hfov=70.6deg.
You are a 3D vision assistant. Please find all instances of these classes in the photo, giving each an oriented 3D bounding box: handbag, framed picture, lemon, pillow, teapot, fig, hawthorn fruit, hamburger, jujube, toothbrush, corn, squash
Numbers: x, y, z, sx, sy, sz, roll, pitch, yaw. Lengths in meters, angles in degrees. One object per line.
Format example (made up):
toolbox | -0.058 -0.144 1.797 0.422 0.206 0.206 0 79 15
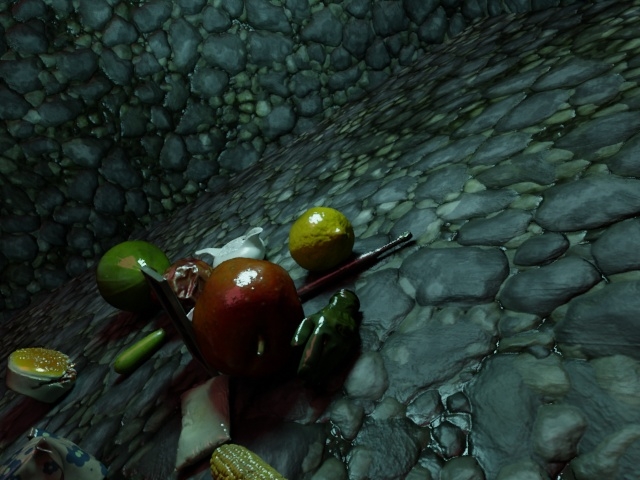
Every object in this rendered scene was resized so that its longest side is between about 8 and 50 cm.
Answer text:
handbag | -0.661 0.580 1.043 0.190 0.193 0.251 -13 30 46
framed picture | -0.375 0.219 1.211 0.020 0.324 0.240 -32 23 -26
lemon | 0.000 0.000 1.316 0.188 0.188 0.257 -47 11 -28
pillow | -0.269 0.412 1.052 0.148 0.050 0.229 -36 27 5
teapot | -0.312 0.055 1.653 0.298 0.139 0.204 -23 27 15
fig | -0.730 0.143 1.810 0.316 0.316 0.316 -27 25 14
hawthorn fruit | -0.160 0.193 1.049 0.287 0.287 0.330 -36 20 -6
hamburger | -1.022 0.475 1.656 0.295 0.227 0.151 13 74 54
jujube | -0.491 0.173 1.614 0.342 0.216 0.216 -21 24 52
toothbrush | 0.092 0.069 1.258 0.364 0.041 0.041 -29 25 11
corn | -0.108 0.424 0.770 0.292 0.101 0.101 2 42 51
squash | -0.603 0.369 1.519 0.201 0.066 0.066 -41 25 -18

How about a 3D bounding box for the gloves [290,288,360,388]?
gloves | 0.019 0.207 1.007 0.268 0.135 0.107 -58 -8 -45

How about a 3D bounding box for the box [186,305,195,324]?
box | -0.301 0.234 1.305 0.111 0.156 0.060 -56 -5 -44
